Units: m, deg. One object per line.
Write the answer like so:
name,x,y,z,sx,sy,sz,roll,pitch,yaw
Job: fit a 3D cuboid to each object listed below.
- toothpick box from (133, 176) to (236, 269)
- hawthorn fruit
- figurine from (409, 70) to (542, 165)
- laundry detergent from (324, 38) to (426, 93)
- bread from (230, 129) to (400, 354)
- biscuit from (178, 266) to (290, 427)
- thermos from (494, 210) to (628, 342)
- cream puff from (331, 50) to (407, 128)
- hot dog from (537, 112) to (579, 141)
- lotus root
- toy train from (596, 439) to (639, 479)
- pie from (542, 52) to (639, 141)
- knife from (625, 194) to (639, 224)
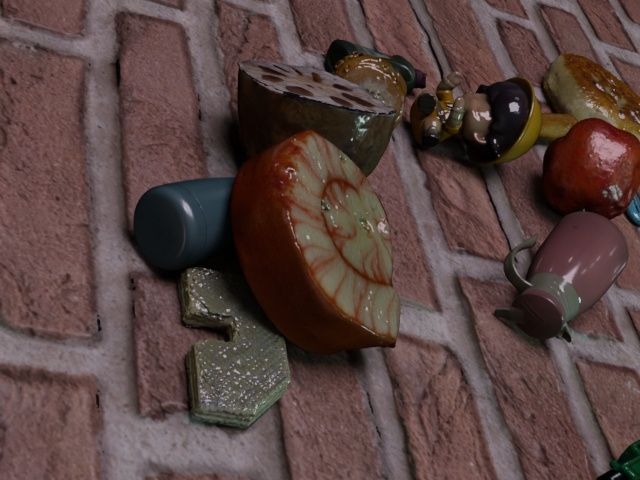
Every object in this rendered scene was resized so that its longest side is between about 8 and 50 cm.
toothpick box,-0.168,-0.032,1.536,0.120,0.120,0.184,48,34,18
hawthorn fruit,0.525,-0.105,2.092,0.207,0.207,0.243,24,66,-13
figurine,0.303,-0.234,2.073,0.257,0.167,0.192,2,58,-5
laundry detergent,0.127,-0.331,2.107,0.222,0.078,0.144,11,25,-30
bread,-0.002,-0.004,1.545,0.295,0.114,0.327,40,36,-37
biscuit,-0.116,0.142,1.442,0.147,0.046,0.250,15,41,-24
thermos,0.414,0.061,1.851,0.176,0.146,0.265,46,44,5
cream puff,0.083,-0.269,1.966,0.150,0.165,0.115,-21,14,-7
hot dog,0.485,-0.242,2.307,0.216,0.047,0.066,-9,69,-43
lotus root,-0.023,-0.183,1.754,0.272,0.192,0.272,12,27,-6
toy train,0.491,0.375,1.609,0.228,0.091,0.136,-10,45,-41
pie,0.663,-0.319,2.490,0.315,0.092,0.315,21,37,-17
knife,0.670,-0.116,2.318,0.064,0.031,0.222,21,39,-22
